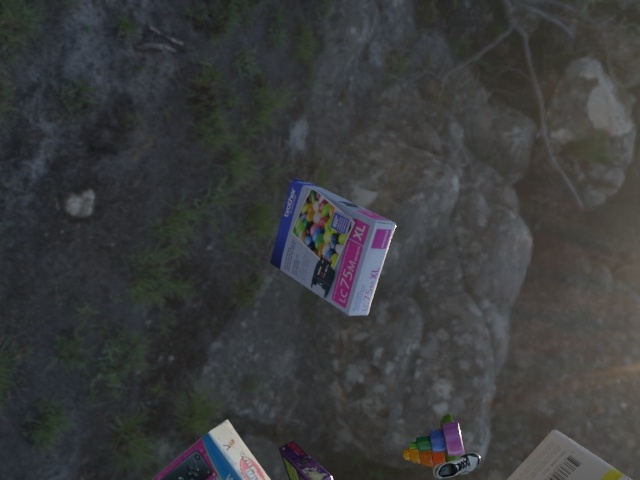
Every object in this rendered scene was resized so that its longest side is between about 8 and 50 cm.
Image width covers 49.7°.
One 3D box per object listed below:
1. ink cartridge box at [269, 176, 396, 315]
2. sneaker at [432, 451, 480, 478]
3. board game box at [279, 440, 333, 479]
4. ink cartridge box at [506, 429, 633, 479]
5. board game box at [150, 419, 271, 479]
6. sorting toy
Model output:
[{"bbox_3d":[0.000,0.000,1.356,0.065,0.311,0.186,4,108,-40],"label":"ink cartridge box"},{"bbox_3d":[0.229,0.377,1.148,0.037,0.083,0.032,90,-21,-77],"label":"sneaker"},{"bbox_3d":[0.007,0.665,1.629,0.056,0.208,0.347,-21,106,-19],"label":"board game box"},{"bbox_3d":[0.403,0.496,1.061,0.279,0.160,0.385,-45,-174,-3],"label":"ink cartridge box"},{"bbox_3d":[-0.236,0.528,1.321,0.303,0.224,0.097,-42,169,12],"label":"board game box"},{"bbox_3d":[0.240,0.456,1.521,0.365,0.126,0.127,68,14,-68],"label":"sorting toy"}]
